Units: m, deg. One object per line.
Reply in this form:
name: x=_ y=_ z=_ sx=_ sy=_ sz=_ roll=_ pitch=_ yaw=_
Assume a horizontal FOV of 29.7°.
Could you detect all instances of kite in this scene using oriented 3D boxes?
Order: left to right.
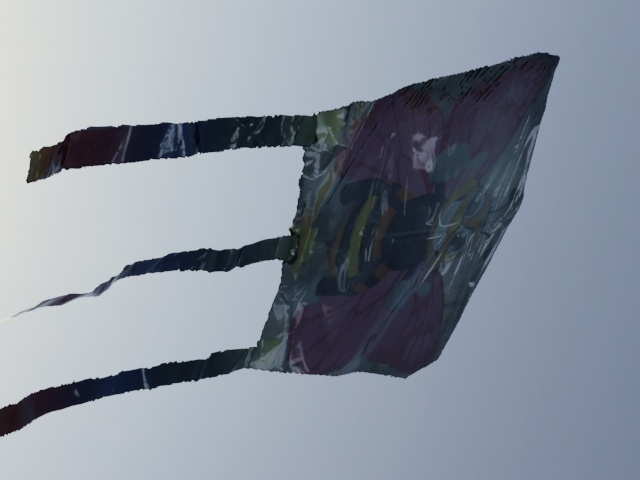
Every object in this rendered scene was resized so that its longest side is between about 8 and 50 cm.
kite: x=-0.003 y=-0.002 z=0.571 sx=0.022 sy=0.360 sz=0.204 roll=32 pitch=-67 yaw=33
